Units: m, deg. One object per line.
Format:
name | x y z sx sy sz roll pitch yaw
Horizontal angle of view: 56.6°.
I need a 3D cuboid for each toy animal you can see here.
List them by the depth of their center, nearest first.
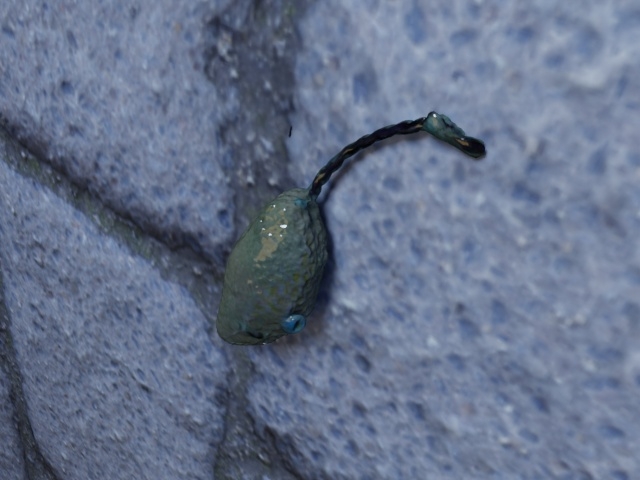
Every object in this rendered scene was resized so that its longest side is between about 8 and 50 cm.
toy animal | -0.003 -0.009 0.422 0.079 0.070 0.253 30 123 -18
